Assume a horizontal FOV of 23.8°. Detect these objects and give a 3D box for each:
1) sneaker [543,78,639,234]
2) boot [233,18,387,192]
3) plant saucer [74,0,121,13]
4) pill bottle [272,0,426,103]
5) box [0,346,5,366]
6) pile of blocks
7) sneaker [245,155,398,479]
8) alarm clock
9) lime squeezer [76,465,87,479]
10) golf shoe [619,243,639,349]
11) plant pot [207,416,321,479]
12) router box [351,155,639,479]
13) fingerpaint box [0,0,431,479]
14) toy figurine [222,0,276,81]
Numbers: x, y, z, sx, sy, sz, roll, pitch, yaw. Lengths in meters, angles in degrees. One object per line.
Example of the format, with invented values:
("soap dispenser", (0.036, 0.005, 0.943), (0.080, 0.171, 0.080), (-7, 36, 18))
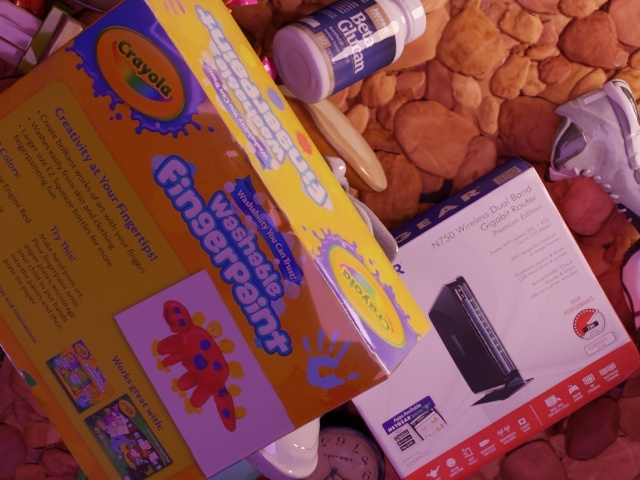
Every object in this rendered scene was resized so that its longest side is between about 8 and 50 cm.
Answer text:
("sneaker", (0.342, -0.071, 1.843), (0.132, 0.086, 0.229), (-18, 97, 11))
("boot", (-0.087, -0.106, 1.827), (0.295, 0.104, 0.211), (43, 109, -6))
("plant saucer", (-0.208, -0.412, 1.746), (0.310, 0.050, 0.311), (0, 108, 1))
("pill bottle", (0.036, -0.232, 1.748), (0.169, 0.094, 0.094), (-31, 109, -26))
("box", (-0.605, 0.268, 1.882), (0.293, 0.212, 0.395), (22, 107, -3))
("pile of blocks", (-0.253, -0.207, 1.746), (0.362, 0.149, 0.113), (35, 100, 13))
("sneaker", (-0.022, 0.084, 1.706), (0.210, 0.137, 0.366), (-16, 84, 38))
("alarm clock", (0.014, 0.306, 1.973), (0.129, 0.064, 0.192), (12, 105, -4))
("lime squeezer", (-0.322, 0.187, 1.953), (0.110, 0.059, 0.310), (-7, 112, 37))
("golf shoe", (0.425, 0.099, 1.886), (0.077, 0.094, 0.198), (-16, 106, 6))
("plant pot", (-0.103, 0.197, 1.892), (0.234, 0.165, 0.166), (-32, 105, 2))
("router box", (0.179, 0.112, 1.872), (0.335, 0.082, 0.301), (-32, 105, 1))
("fingerpaint box", (-0.164, 0.012, 1.585), (0.371, 0.163, 0.445), (-33, 92, 25))
("toy figurine", (-0.119, -0.215, 1.712), (0.173, 0.130, 0.159), (-12, 96, 27))
